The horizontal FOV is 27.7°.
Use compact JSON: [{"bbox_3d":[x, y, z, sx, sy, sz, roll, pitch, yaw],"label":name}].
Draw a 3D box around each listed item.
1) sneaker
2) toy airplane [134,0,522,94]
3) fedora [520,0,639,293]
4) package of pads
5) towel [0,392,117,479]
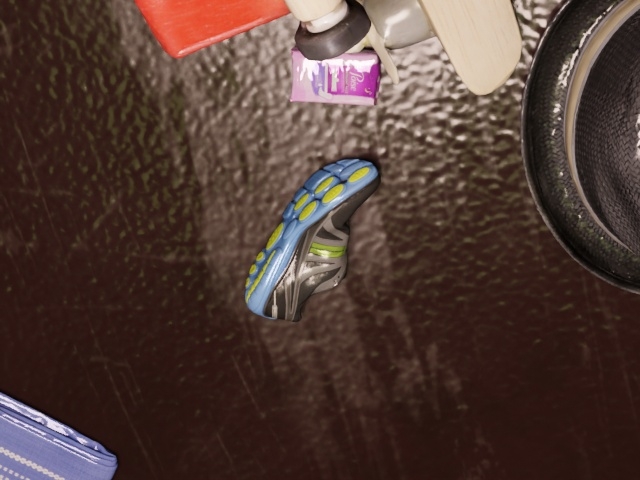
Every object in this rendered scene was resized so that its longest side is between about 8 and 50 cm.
[{"bbox_3d":[0.000,0.000,1.248,0.078,0.067,0.188,26,110,-25],"label":"sneaker"},{"bbox_3d":[0.037,-0.323,1.044,0.384,0.272,0.386,3,104,-34],"label":"toy airplane"},{"bbox_3d":[0.325,-0.085,1.121,0.334,0.152,0.334,2,109,7],"label":"fedora"},{"bbox_3d":[0.013,-0.152,1.202,0.083,0.032,0.050,4,112,6],"label":"package of pads"},{"bbox_3d":[-0.388,0.306,1.418,0.243,0.040,0.336,28,112,-5],"label":"towel"}]
